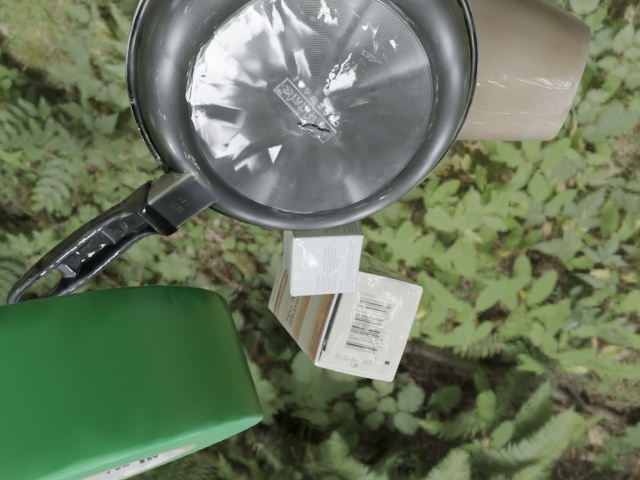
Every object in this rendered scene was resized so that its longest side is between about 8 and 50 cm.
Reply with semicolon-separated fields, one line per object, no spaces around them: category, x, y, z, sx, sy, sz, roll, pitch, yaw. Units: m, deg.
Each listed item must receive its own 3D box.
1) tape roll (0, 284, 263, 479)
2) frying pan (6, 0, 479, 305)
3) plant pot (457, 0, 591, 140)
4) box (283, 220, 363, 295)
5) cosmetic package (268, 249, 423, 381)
tape roll;-0.193;0.119;0.432;0.321;0.077;0.321;-19;167;-4
frying pan;-0.068;-0.063;0.432;0.326;0.053;0.197;-17;124;2
plant pot;0.263;-0.286;1.259;0.280;0.323;0.323;17;151;5
box;0.000;0.000;0.990;0.087;0.102;0.101;-4;133;-9
cosmetic package;0.027;0.091;1.221;0.129;0.153;0.296;15;-175;-18
